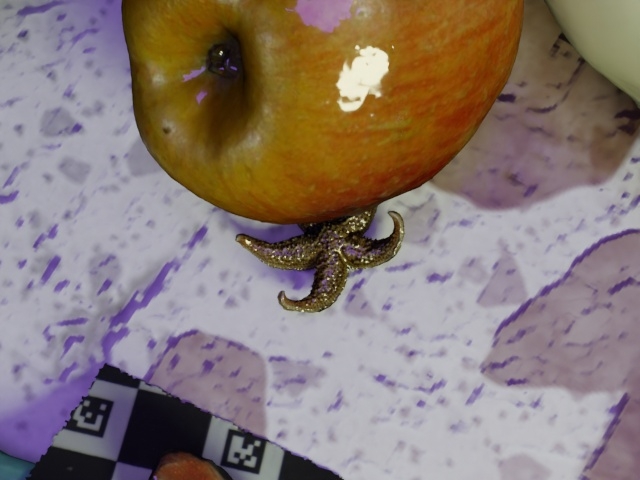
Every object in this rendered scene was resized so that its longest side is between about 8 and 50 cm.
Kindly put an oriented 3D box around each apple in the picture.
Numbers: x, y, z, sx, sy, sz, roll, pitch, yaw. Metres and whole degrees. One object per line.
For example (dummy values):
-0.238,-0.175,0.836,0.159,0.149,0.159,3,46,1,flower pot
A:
0.004,-0.094,0.627,0.195,0.173,0.160,-17,102,44,apple

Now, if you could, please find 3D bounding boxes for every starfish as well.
0.000,0.000,0.692,0.091,0.028,0.078,-5,76,5,starfish

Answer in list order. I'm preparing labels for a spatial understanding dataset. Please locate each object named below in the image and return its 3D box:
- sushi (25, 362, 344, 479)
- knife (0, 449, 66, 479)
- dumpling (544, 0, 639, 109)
-0.090,0.195,0.604,0.192,0.043,0.279,27,58,7,sushi
-0.230,0.083,0.695,0.260,0.034,0.063,37,81,10,knife
0.238,-0.202,0.607,0.315,0.233,0.395,-14,91,9,dumpling
